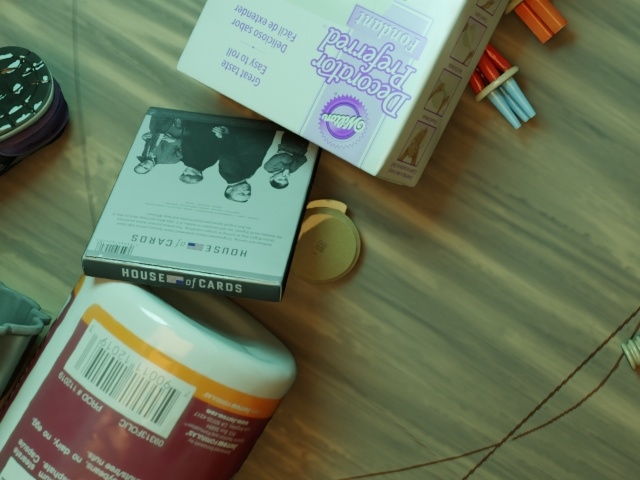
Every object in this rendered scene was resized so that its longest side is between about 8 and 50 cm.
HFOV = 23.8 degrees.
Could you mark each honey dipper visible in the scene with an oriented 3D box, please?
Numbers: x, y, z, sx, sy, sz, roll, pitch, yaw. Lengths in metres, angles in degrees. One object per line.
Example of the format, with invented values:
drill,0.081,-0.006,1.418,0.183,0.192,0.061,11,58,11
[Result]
honey dipper,0.367,0.078,1.456,0.161,0.030,0.030,-26,91,4

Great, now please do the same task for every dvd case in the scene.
dvd case,-0.102,-0.039,1.406,0.179,0.238,0.029,8,130,6

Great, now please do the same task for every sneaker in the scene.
sneaker,-0.371,-0.071,1.461,0.283,0.124,0.107,-25,70,-3

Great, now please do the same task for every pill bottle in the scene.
pill bottle,-0.211,0.225,1.434,0.224,0.224,0.392,33,98,3

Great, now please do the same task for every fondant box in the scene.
fondant box,0.047,-0.249,1.394,0.238,0.096,0.330,30,99,24

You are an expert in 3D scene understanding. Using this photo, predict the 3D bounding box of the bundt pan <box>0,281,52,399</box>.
bundt pan,-0.424,0.079,1.390,0.331,0.331,0.124,19,93,5

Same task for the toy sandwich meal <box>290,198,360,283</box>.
toy sandwich meal,0.000,0.000,1.491,0.086,0.029,0.085,0,103,-1

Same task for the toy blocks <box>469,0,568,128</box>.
toy blocks,0.178,-0.193,1.439,0.123,0.054,0.148,-38,90,9
